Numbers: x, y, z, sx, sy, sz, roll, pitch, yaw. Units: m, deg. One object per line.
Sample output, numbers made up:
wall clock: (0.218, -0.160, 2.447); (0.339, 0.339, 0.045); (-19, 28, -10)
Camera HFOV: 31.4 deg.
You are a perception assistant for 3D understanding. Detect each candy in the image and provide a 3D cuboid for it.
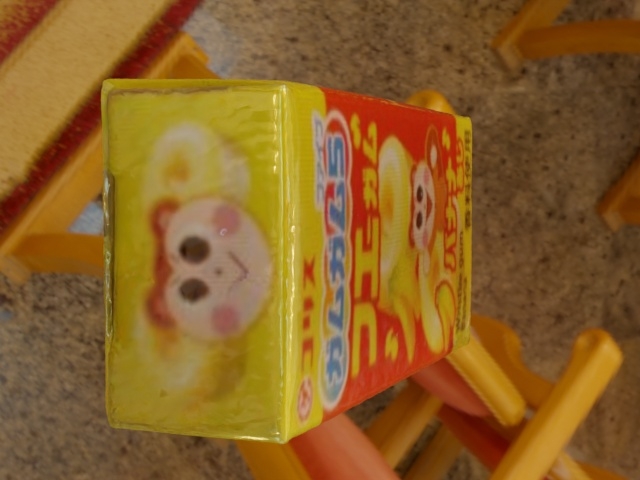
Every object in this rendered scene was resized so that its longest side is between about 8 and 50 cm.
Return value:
candy: (0.000, 0.000, 0.557); (0.276, 0.088, 0.146); (-4, 96, -67)
